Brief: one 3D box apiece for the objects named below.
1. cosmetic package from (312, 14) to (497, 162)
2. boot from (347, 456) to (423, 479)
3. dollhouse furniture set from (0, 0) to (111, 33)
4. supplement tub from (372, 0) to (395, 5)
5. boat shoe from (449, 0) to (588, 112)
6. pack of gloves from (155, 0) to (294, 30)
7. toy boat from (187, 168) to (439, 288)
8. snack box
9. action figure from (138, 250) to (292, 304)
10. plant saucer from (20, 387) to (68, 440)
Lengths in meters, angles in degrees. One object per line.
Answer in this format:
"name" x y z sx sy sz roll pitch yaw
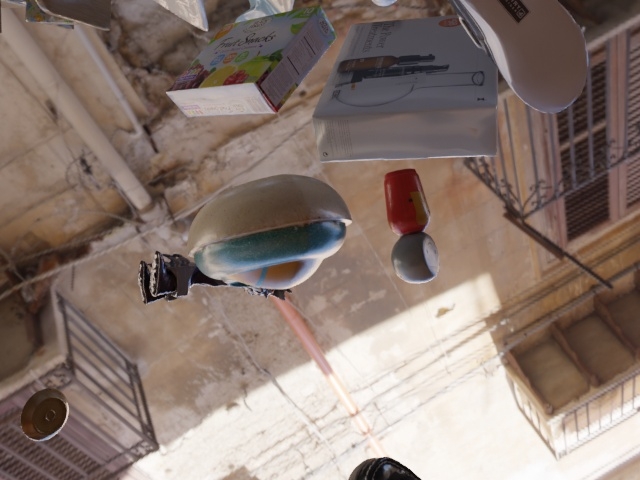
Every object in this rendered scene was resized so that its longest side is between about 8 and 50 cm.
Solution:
"cosmetic package" 0.165 -0.278 1.143 0.284 0.097 0.377 1 -140 14
"boot" 0.233 0.375 0.781 0.377 0.284 0.138 49 -139 8
"dollhouse furniture set" -0.301 -0.289 0.509 0.212 0.242 0.161 6 -171 16
"supplement tub" 0.133 -0.564 1.400 0.071 0.107 0.071 -3 -107 11
"boat shoe" 0.234 -0.288 0.837 0.108 0.301 0.102 -44 -150 15
"pack of gloves" -0.104 -0.293 0.708 0.195 0.232 0.046 33 -105 1
"toy boat" 0.000 0.000 0.808 0.318 0.267 0.148 -9 -95 -18
"snack box" -0.065 -0.159 0.591 0.141 0.037 0.100 9 -124 46
"action figure" -0.172 0.061 1.176 0.285 0.099 0.185 -1 -177 -35
"plant saucer" -0.435 0.279 1.041 0.015 0.083 0.083 3 -129 36
